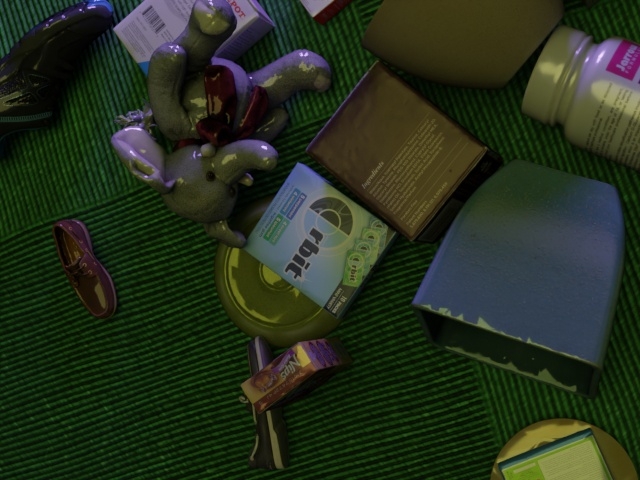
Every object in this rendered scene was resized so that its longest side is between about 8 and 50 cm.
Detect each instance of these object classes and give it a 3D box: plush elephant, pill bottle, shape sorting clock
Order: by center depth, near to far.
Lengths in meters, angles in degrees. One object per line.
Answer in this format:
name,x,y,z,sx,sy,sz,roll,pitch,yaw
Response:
pill bottle,0.428,-0.178,1.437,0.283,0.160,0.160,25,95,16
shape sorting clock,0.343,0.353,1.507,0.206,0.040,0.206,-1,87,13
plush elephant,-0.156,-0.143,1.543,0.330,0.272,0.255,-30,56,23

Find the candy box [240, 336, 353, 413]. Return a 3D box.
candy box,-0.030,0.192,1.548,0.109,0.187,0.053,-37,79,12

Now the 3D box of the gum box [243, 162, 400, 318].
gum box,0.000,0.000,1.583,0.184,0.041,0.157,36,98,14

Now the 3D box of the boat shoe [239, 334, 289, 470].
boat shoe,-0.096,0.249,1.625,0.065,0.075,0.206,-9,91,14

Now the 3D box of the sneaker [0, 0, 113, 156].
sneaker,-0.462,-0.266,1.749,0.341,0.125,0.139,-34,107,10

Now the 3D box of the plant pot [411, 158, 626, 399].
plant pot,0.292,0.040,1.437,0.247,0.248,0.252,18,77,17

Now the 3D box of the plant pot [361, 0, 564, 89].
plant pot,0.218,-0.317,1.457,0.191,0.284,0.284,40,99,3

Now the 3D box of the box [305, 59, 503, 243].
box,0.123,-0.120,1.522,0.203,0.168,0.167,41,100,13

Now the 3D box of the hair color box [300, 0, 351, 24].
hair color box,0.035,-0.418,1.620,0.167,0.053,0.093,-37,77,14

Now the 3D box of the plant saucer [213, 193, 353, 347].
plant saucer,-0.058,0.045,1.640,0.241,0.037,0.241,-1,88,16

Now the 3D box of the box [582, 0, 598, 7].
box,0.420,-0.450,1.456,0.232,0.148,0.127,-36,78,12

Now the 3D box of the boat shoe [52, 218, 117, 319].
boat shoe,-0.388,0.048,1.726,0.064,0.060,0.178,-28,81,14

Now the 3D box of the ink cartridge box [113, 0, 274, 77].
ink cartridge box,-0.196,-0.333,1.668,0.203,0.086,0.148,-38,79,12
